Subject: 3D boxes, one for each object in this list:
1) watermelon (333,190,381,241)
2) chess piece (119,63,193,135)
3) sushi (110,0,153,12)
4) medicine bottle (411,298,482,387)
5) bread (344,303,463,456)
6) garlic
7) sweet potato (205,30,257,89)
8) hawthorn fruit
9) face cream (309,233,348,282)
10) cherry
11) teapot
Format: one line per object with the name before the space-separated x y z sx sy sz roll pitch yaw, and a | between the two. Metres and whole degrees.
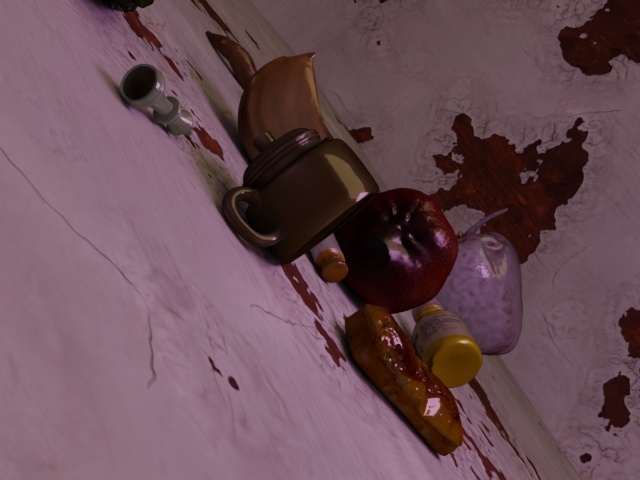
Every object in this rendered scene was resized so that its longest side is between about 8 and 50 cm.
watermelon | 0.043 -0.079 1.733 0.231 0.146 0.128 55 10 -9
chess piece | -0.209 -0.175 1.173 0.059 0.059 0.149 59 4 27
sushi | -0.250 -0.494 1.347 0.178 0.294 0.352 47 10 -21
medicine bottle | 0.248 0.200 1.822 0.122 0.122 0.212 49 10 -28
bread | 0.137 0.220 1.367 0.271 0.077 0.139 52 12 -26
garlic | -0.044 -0.178 1.566 0.151 0.196 0.338 19 42 -50
sweet potato | -0.174 -0.397 2.062 0.281 0.059 0.067 55 1 0
hawthorn fruit | 0.147 0.046 1.650 0.210 0.230 0.266 28 -32 35
face cream | 0.000 0.000 1.540 0.072 0.051 0.182 50 10 -41
cherry | 0.394 0.128 2.277 0.326 0.291 0.335 73 2 -63
teapot | -0.042 -0.079 1.269 0.175 0.185 0.268 50 45 6
